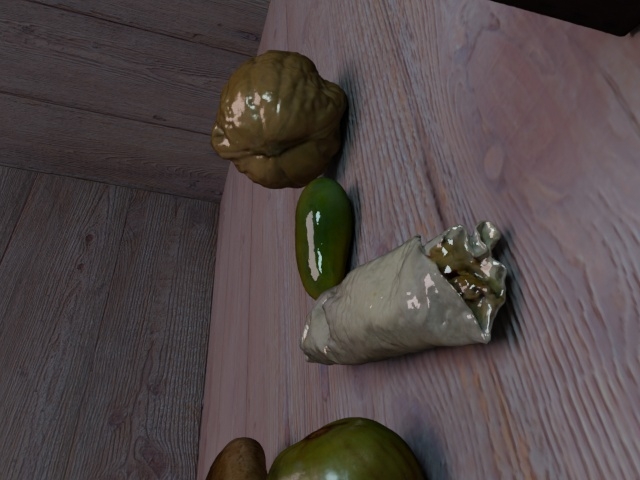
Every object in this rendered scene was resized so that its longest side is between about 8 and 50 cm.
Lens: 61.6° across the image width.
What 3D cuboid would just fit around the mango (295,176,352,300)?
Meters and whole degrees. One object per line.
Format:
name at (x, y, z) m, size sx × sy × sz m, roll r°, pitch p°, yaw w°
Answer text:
mango at (-0.001, -0.001, 0.807) m, size 0.122 × 0.085 × 0.191 m, roll 154°, pitch 125°, yaw -68°

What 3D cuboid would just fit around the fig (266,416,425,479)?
fig at (0.042, 0.253, 0.484) m, size 0.142 × 0.186 × 0.148 m, roll -40°, pitch 12°, yaw -38°

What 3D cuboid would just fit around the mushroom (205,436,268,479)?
mushroom at (-0.127, 0.464, 0.880) m, size 0.278 × 0.146 × 0.278 m, roll -179°, pitch 90°, yaw -74°

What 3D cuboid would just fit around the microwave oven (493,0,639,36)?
microwave oven at (0.114, -0.246, 0.256) m, size 0.188 × 0.247 × 0.178 m, roll 129°, pitch 144°, yaw -63°

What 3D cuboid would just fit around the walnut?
walnut at (-0.071, -0.212, 0.940) m, size 0.257 × 0.257 × 0.225 m, roll -105°, pitch -3°, yaw -56°

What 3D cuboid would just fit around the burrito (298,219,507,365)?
burrito at (0.060, 0.073, 0.574) m, size 0.392 × 0.076 × 0.117 m, roll 141°, pitch 142°, yaw -65°
